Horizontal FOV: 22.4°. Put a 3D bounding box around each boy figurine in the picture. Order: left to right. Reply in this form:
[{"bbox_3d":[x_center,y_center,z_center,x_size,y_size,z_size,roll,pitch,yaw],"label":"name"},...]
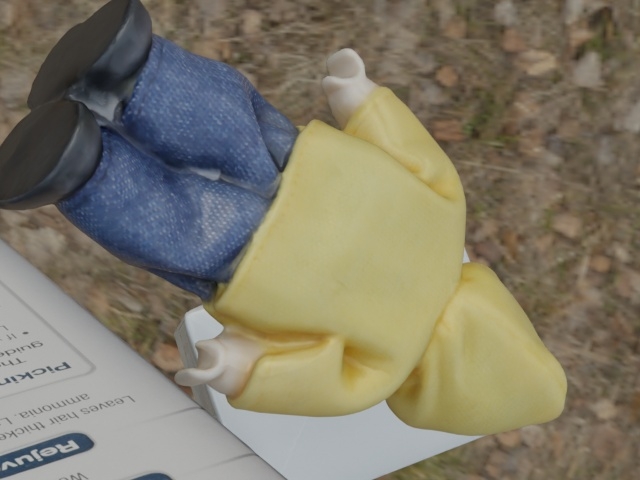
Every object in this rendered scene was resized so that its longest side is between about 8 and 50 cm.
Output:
[{"bbox_3d":[0.000,0.000,0.730,0.285,0.092,0.177,31,66,-28],"label":"boy figurine"}]

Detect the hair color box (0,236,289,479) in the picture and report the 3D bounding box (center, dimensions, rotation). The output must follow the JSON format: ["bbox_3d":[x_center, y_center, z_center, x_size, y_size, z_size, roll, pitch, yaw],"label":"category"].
[{"bbox_3d":[-0.118,0.110,0.510,0.174,0.347,0.105,-15,117,-29],"label":"hair color box"}]

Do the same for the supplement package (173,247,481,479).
[{"bbox_3d":[0.011,0.095,1.143,0.194,0.203,0.149,-19,86,-10],"label":"supplement package"}]
